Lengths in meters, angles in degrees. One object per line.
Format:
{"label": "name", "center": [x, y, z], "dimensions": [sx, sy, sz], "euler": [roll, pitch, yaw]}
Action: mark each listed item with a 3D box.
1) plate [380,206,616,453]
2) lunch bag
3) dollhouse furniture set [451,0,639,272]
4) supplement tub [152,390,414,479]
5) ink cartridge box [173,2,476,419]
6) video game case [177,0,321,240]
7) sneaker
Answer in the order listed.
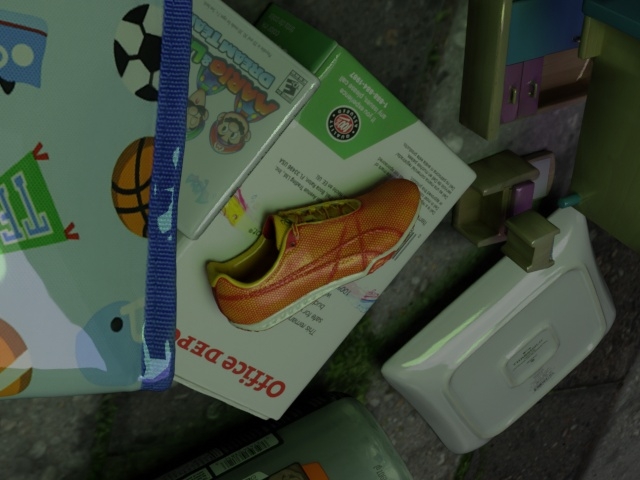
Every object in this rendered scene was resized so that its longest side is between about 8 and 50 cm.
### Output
{"label": "plate", "center": [0.225, 0.119, 1.044], "dimensions": [0.277, 0.045, 0.278], "euler": [-42, 141, -3]}
{"label": "lunch bag", "center": [-0.245, -0.124, 0.467], "dimensions": [0.327, 0.239, 0.386], "euler": [1, 95, -32]}
{"label": "dollhouse furniture set", "center": [0.290, -0.085, 0.804], "dimensions": [0.198, 0.303, 0.286], "euler": [-17, 127, -23]}
{"label": "supplement tub", "center": [-0.079, 0.302, 0.876], "dimensions": [0.338, 0.207, 0.207], "euler": [-25, 129, -18]}
{"label": "ink cartridge box", "center": [-0.038, -0.014, 0.758], "dimensions": [0.278, 0.117, 0.201], "euler": [-51, 132, 5]}
{"label": "video game case", "center": [-0.103, -0.104, 0.650], "dimensions": [0.143, 0.157, 0.019], "euler": [-51, 172, 5]}
{"label": "sneaker", "center": [0.000, 0.000, 0.672], "dimensions": [0.175, 0.064, 0.067], "euler": [-33, 121, -15]}
